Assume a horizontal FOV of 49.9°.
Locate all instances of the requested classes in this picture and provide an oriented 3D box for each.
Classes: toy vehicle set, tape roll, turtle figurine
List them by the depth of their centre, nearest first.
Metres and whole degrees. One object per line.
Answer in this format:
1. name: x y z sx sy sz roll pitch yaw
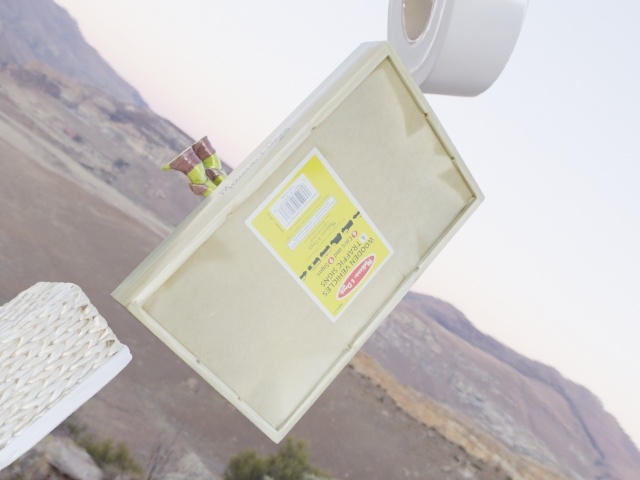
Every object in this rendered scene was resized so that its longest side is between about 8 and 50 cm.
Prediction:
1. toy vehicle set: 0.000 0.000 0.517 0.166 0.267 0.035 52 -18 -30
2. tape roll: 0.182 -0.345 0.958 0.100 0.286 0.286 3 7 -12
3. turtle figurine: -0.153 -0.051 1.092 0.217 0.087 0.269 54 39 -13

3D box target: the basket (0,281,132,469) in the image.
1. basket: -0.293 0.123 0.673 0.113 0.167 0.103 -2 -60 45
